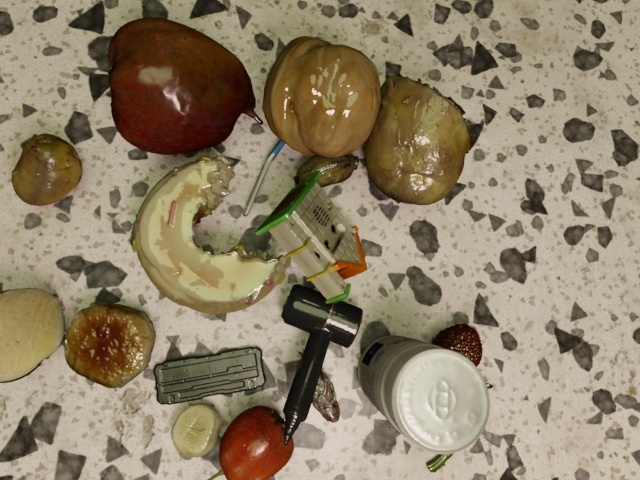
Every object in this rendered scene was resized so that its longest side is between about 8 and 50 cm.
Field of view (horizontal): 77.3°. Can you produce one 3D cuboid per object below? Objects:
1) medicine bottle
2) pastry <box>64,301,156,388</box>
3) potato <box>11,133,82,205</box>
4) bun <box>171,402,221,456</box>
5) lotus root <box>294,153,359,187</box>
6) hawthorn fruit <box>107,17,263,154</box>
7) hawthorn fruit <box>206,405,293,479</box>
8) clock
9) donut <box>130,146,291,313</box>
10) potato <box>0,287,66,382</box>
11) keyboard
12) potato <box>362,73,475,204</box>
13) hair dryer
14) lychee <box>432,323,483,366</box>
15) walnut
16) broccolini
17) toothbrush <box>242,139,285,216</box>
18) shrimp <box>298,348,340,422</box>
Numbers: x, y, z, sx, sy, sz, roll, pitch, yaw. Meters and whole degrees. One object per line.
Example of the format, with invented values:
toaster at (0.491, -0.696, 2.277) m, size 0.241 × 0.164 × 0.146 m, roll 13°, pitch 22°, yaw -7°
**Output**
medicine bottle at (0.204, 0.314, 0.873) m, size 0.190 × 0.332 × 0.189 m, roll 1°, pitch 81°, yaw -6°
pastry at (-0.485, 0.241, 0.930) m, size 0.193 × 0.093 × 0.181 m, roll 16°, pitch 81°, yaw 0°
potato at (-0.656, -0.168, 0.964) m, size 0.137 × 0.137 × 0.175 m, roll 40°, pitch 100°, yaw 1°
bun at (-0.285, 0.442, 0.934) m, size 0.115 × 0.069 × 0.115 m, roll 0°, pitch 61°, yaw 0°
lotus root at (0.016, -0.190, 1.060) m, size 0.180 × 0.080 × 0.089 m, roll -17°, pitch 126°, yaw -4°
hawthorn fruit at (-0.331, -0.353, 0.943) m, size 0.325 × 0.308 × 0.307 m, roll -11°, pitch 82°, yaw 5°
hawthorn fruit at (-0.198, 0.494, 0.899) m, size 0.286 × 0.165 × 0.165 m, roll -35°, pitch 86°, yaw -1°
clock at (0.000, 0.000, 0.966) m, size 0.255 × 0.106 × 0.219 m, roll 52°, pitch 36°, yaw -16°
donut at (-0.270, 0.004, 0.959) m, size 0.308 × 0.150 × 0.370 m, roll -32°, pitch 87°, yaw -7°
potato at (-0.699, 0.200, 0.901) m, size 0.117 × 0.182 × 0.202 m, roll 5°, pitch 101°, yaw 31°
keyboard at (-0.269, 0.331, 0.979) m, size 0.263 × 0.016 × 0.106 m, roll -8°, pitch 82°, yaw -7°
potato at (0.216, -0.225, 1.013) m, size 0.237 × 0.301 × 0.289 m, roll -51°, pitch 53°, yaw 2°
hair dryer at (-0.038, 0.273, 0.911) m, size 0.189 × 0.107 × 0.352 m, roll 23°, pitch 52°, yaw 0°
lychee at (0.346, 0.271, 1.009) m, size 0.124 × 0.123 × 0.128 m, roll 24°, pitch 59°, yaw -2°
walnut at (-0.002, -0.335, 0.954) m, size 0.297 × 0.285 × 0.285 m, roll 23°, pitch 77°, yaw 30°
broccolini at (0.324, 0.451, 1.012) m, size 0.123 × 0.062 × 0.271 m, roll 30°, pitch 82°, yaw 9°
toothbrush at (-0.119, -0.236, 1.076) m, size 0.040 × 0.040 × 0.385 m, roll 23°, pitch 81°, yaw -2°
shrimp at (-0.008, 0.353, 0.976) m, size 0.075 × 0.073 × 0.190 m, roll -23°, pitch 82°, yaw 2°
